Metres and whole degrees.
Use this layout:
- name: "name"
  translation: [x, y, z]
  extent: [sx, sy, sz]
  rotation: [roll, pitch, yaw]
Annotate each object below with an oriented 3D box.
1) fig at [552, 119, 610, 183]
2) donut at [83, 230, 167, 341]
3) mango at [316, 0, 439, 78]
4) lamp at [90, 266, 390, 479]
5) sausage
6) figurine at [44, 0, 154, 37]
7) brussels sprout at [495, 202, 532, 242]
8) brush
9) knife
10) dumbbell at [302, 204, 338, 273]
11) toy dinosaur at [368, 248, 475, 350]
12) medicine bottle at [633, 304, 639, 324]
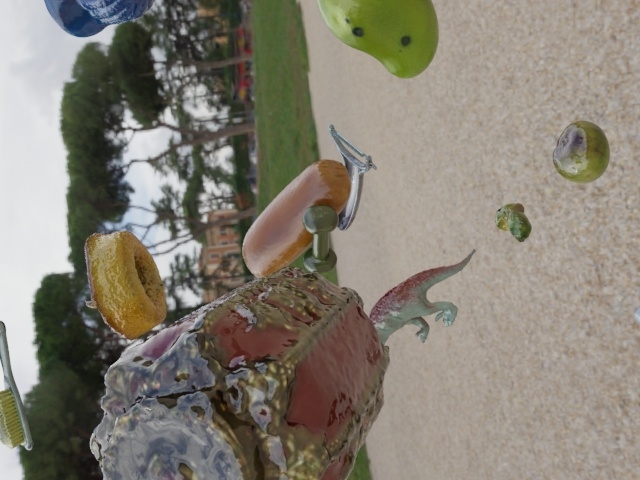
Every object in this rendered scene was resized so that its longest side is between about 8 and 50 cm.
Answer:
- name: "fig"
  translation: [0.609, -0.204, 1.501]
  extent: [0.153, 0.121, 0.136]
  rotation: [77, -167, -50]
- name: "donut"
  translation: [-0.434, 0.094, 1.427]
  extent: [0.253, 0.118, 0.253]
  rotation: [-24, -90, -88]
- name: "mango"
  translation: [0.112, -0.415, 1.171]
  extent: [0.293, 0.175, 0.143]
  rotation: [36, -161, -35]
- name: "lamp"
  translation: [-0.045, 0.115, 0.489]
  extent: [0.274, 0.177, 0.177]
  rotation: [-23, -73, -71]
- name: "sausage"
  translation: [-0.042, -0.031, 0.990]
  extent: [0.238, 0.098, 0.098]
  rotation: [-46, 35, 32]
- name: "figurine"
  translation: [-0.184, -0.219, 0.529]
  extent: [0.149, 0.087, 0.086]
  rotation: [-129, 40, -54]
- name: "brussels sprout"
  translation: [0.306, -0.031, 1.006]
  extent: [0.083, 0.046, 0.051]
  rotation: [-118, 21, -70]
- name: "brush"
  translation: [-0.653, 0.308, 1.315]
  extent: [0.068, 0.060, 0.296]
  rotation: [9, 110, 43]
- name: "knife"
  translation: [0.065, -0.106, 1.278]
  extent: [0.123, 0.053, 0.278]
  rotation: [48, 159, 25]
- name: "dumbbell"
  translation: [0.000, 0.000, 0.932]
  extent: [0.118, 0.052, 0.046]
  rotation: [89, 172, -52]
- name: "toy dinosaur"
  translation: [0.120, 0.089, 0.920]
  extent: [0.242, 0.167, 0.053]
  rotation: [-51, 26, 9]
- name: "medicine bottle"
  translation: [0.478, 0.193, 0.684]
  extent: [0.352, 0.110, 0.110]
  rotation: [-121, 19, -44]
